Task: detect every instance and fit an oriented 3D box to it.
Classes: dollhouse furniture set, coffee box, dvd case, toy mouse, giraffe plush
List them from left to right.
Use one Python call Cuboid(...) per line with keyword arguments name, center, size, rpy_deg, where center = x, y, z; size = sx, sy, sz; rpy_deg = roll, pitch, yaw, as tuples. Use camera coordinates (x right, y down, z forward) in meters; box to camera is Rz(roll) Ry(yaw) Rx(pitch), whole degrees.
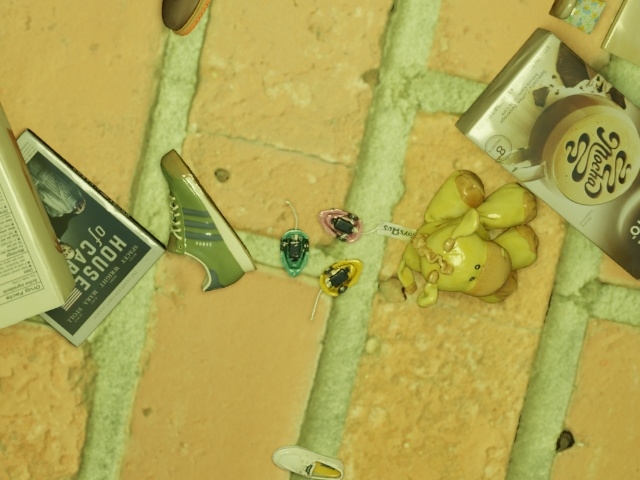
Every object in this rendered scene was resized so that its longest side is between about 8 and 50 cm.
Cuboid(name="dvd case", center=(-0.348, -0.002, 1.994), size=(0.239, 0.029, 0.179), rpy_deg=(41, 98, -8))
Cuboid(name="toy mouse", center=(0.000, 0.000, 2.001), size=(0.161, 0.031, 0.143), rpy_deg=(-41, 100, 7))
Cuboid(name="giraffe plush", center=(0.180, 0.011, 1.936), size=(0.210, 0.170, 0.181), rpy_deg=(-2, 102, -1))
Cuboid(name="coffee box", center=(0.340, -0.109, 1.941), size=(0.297, 0.119, 0.168), rpy_deg=(39, 98, -8))
Cuboid(name="dollhouse furniture set", center=(0.436, -0.327, 1.875), size=(0.212, 0.161, 0.242), rpy_deg=(24, 100, -6))

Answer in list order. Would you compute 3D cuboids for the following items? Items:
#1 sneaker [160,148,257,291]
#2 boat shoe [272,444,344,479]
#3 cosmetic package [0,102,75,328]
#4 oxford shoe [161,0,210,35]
Cuboid(name="sneaker", center=(-0.167, -0.017, 1.975), size=(0.086, 0.064, 0.192), rpy_deg=(-34, 104, 1))
Cuboid(name="boat shoe", center=(-0.016, 0.303, 2.063), size=(0.100, 0.035, 0.035), rpy_deg=(17, 101, -5))
Cuboid(name="cosmetic package", center=(-0.432, -0.042, 1.905), size=(0.153, 0.129, 0.296), rpy_deg=(-19, 100, 3))
Cuboid(name="oxford shoe", center=(-0.171, -0.382, 1.861), size=(0.098, 0.097, 0.271), rpy_deg=(0, 115, -29))
